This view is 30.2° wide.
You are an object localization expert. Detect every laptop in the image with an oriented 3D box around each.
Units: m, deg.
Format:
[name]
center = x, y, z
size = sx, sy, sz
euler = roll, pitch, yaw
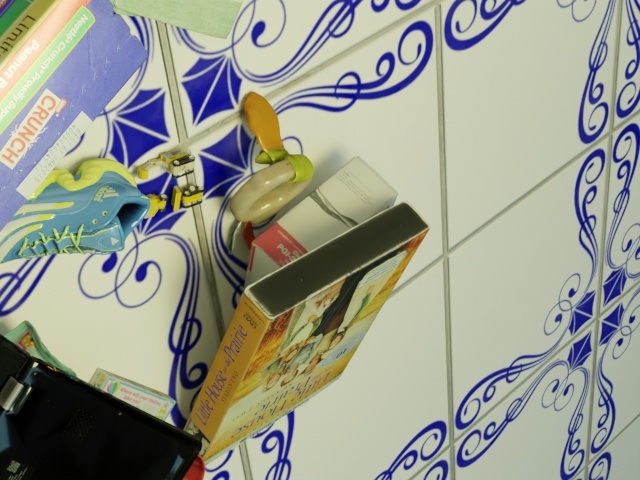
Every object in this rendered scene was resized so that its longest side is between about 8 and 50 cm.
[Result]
[laptop]
center = -0.418, 0.265, 1.281
size = 0.408, 0.236, 0.382
euler = 36, 85, -42

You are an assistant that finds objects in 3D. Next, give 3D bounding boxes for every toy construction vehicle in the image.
[toy construction vehicle]
center = -0.197, -0.075, 1.546
size = 0.098, 0.035, 0.086
euler = -24, 141, -35

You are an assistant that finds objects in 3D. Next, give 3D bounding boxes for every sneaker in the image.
[sneaker]
center = -0.302, -0.022, 1.376
size = 0.240, 0.126, 0.091
euler = -32, 135, -33

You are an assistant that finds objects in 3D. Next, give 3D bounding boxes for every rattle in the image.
[rattle]
center = -0.104, -0.084, 1.650
size = 0.130, 0.143, 0.199
euler = -44, 177, -30

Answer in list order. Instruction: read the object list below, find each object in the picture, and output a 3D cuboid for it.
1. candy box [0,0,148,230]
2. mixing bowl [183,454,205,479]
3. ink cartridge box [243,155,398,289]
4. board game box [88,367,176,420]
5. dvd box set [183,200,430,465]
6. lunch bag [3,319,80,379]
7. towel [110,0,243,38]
[candy box]
center = -0.354, -0.150, 1.074
size = 0.268, 0.317, 0.122
euler = -52, 142, -12
[mixing bowl]
center = -0.238, 0.308, 1.453
size = 0.181, 0.098, 0.181
euler = -44, 153, -29
[ink cartridge box]
center = 0.000, 0.000, 1.727
size = 0.218, 0.092, 0.158
euler = -42, 166, -24
[board game box]
center = -0.281, 0.246, 1.659
size = 0.103, 0.026, 0.154
euler = -58, 143, -2
[dvd box set]
center = -0.032, 0.143, 1.708
size = 0.307, 0.062, 0.420
euler = -28, 157, -36
[lunch bag]
center = -0.395, 0.262, 1.426
size = 0.262, 0.160, 0.223
euler = -39, 148, -21
[towel]
center = -0.117, -0.397, 1.370
size = 0.248, 0.038, 0.325
euler = 0, 120, -57
